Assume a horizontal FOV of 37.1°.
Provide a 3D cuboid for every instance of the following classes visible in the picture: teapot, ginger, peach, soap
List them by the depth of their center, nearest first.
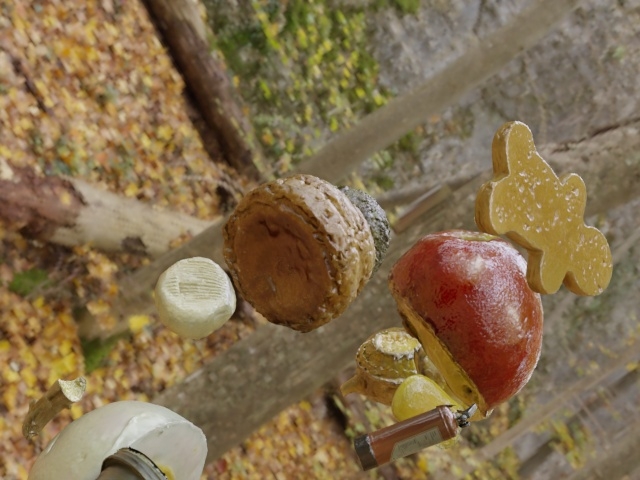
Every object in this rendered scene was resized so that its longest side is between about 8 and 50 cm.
[{"bbox_3d":[0.188,0.287,1.592,0.168,0.089,0.033,34,-2,-25],"label":"soap"},{"bbox_3d":[-0.465,0.282,1.645,0.057,0.137,0.044,49,-4,-6],"label":"ginger"},{"bbox_3d":[0.254,0.151,1.703,0.281,0.281,0.338,-140,-129,-68],"label":"peach"},{"bbox_3d":[0.176,0.285,2.336,0.167,0.311,0.203,41,11,-32],"label":"teapot"}]

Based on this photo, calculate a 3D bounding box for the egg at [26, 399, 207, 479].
[{"bbox_3d":[-0.357,0.387,1.570,0.201,0.337,0.337,31,-18,24],"label":"egg"}]

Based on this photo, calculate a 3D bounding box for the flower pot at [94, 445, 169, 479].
[{"bbox_3d":[-0.252,0.393,1.205,0.235,0.140,0.236,32,-45,38],"label":"flower pot"}]

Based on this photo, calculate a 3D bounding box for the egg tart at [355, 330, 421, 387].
[{"bbox_3d":[0.170,0.259,2.137,0.191,0.191,0.074,-133,-140,-55],"label":"egg tart"}]

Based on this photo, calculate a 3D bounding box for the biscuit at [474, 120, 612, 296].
[{"bbox_3d":[0.255,-0.018,1.080,0.240,0.158,0.035,41,-28,-30],"label":"biscuit"}]

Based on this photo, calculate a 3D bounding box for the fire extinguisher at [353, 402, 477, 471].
[{"bbox_3d":[0.134,0.263,1.309,0.062,0.177,0.050,-24,92,-86],"label":"fire extinguisher"}]

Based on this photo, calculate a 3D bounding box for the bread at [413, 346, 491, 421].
[{"bbox_3d":[0.283,0.276,1.942,0.197,0.170,0.197,-11,90,-85],"label":"bread"}]

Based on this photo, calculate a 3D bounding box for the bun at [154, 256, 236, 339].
[{"bbox_3d":[-0.253,0.120,1.923,0.188,0.164,0.111,-106,-160,-45],"label":"bun"}]

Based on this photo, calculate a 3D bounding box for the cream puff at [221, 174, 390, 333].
[{"bbox_3d":[0.000,0.000,1.117,0.183,0.169,0.183,16,-62,32],"label":"cream puff"}]
